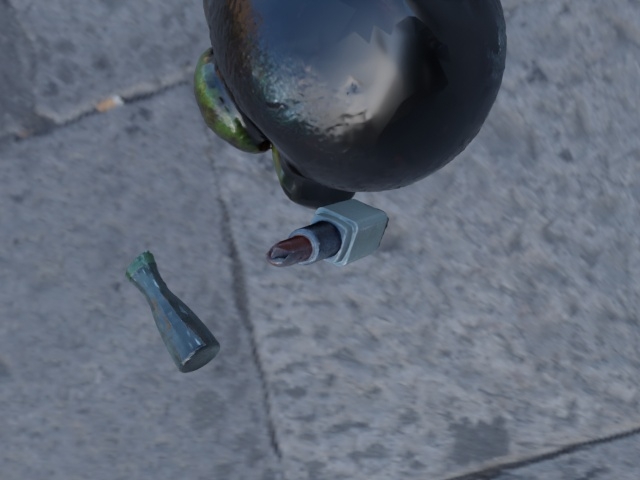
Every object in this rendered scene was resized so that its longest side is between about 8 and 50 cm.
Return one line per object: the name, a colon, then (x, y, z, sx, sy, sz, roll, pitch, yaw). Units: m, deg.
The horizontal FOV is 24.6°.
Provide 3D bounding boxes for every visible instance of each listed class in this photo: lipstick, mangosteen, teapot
lipstick: (0.000, 0.000, 0.738, 0.025, 0.107, 0.025, 25, 109, 21)
mangosteen: (0.015, -0.136, 1.013, 0.243, 0.243, 0.243, -4, 79, 19)
teapot: (-0.133, 0.061, 1.292, 0.043, 0.043, 0.111, -38, 69, 9)
